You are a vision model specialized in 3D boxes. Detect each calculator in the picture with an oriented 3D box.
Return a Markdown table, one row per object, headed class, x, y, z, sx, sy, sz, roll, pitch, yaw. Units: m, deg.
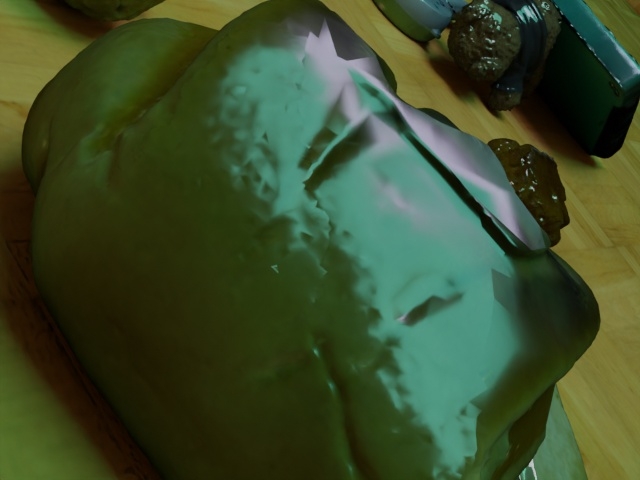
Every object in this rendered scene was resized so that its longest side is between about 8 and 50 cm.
| class | x | y | z | sx | sy | sz | roll | pitch | yaw |
| --- | --- | --- | --- | --- | --- | --- | --- | --- | --- |
| calculator | 0.348 | -0.254 | 1.578 | 0.248 | 0.058 | 0.274 | 54 | -6 | 18 |

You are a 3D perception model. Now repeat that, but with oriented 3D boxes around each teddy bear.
| class | x | y | z | sx | sy | sz | roll | pitch | yaw |
| --- | --- | --- | --- | --- | --- | --- | --- | --- | --- |
| teddy bear | 0.243 | -0.266 | 1.459 | 0.181 | 0.129 | 0.251 | 64 | 27 | 1 |

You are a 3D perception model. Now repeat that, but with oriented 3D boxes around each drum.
| class | x | y | z | sx | sy | sz | roll | pitch | yaw |
| --- | --- | --- | --- | --- | --- | --- | --- | --- | --- |
| drum | 0.155 | -0.297 | 1.486 | 0.253 | 0.049 | 0.130 | 10 | 44 | -52 |

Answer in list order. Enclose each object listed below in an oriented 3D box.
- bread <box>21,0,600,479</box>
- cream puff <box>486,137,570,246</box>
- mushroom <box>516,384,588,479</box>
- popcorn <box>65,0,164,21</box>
| class | x | y | z | sx | sy | sz | roll | pitch | yaw |
| --- | --- | --- | --- | --- | --- | --- | --- | --- | --- |
| bread | 0.000 | 0.000 | 0.637 | 0.341 | 0.210 | 0.300 | 53 | 24 | 13 |
| cream puff | 0.191 | -0.045 | 1.138 | 0.116 | 0.094 | 0.122 | -12 | 86 | -58 |
| mushroom | 0.136 | 0.097 | 0.852 | 0.100 | 0.081 | 0.312 | 27 | 33 | -25 |
| popcorn | -0.156 | -0.226 | 0.831 | 0.142 | 0.162 | 0.135 | 17 | 69 | -10 |
